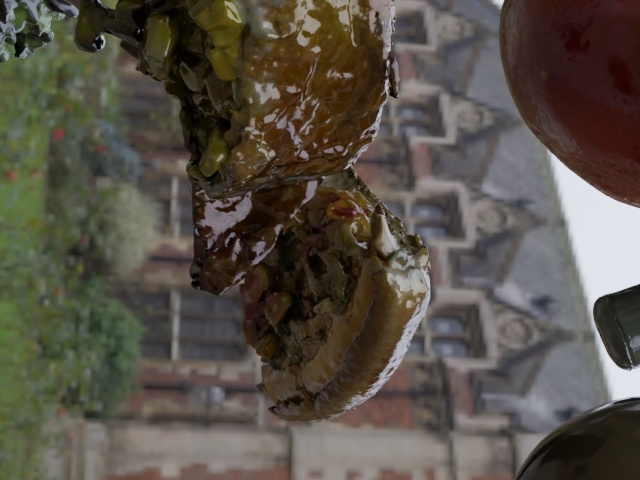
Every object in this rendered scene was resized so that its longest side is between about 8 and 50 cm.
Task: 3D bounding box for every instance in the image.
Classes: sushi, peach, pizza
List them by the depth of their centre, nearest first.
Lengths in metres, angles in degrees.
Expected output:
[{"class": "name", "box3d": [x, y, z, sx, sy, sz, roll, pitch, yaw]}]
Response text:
[{"class": "sushi", "box3d": [-0.053, -0.120, 0.910, 0.296, 0.179, 0.167, 101, -29, -52]}, {"class": "pizza", "box3d": [0.000, 0.000, 1.083, 0.251, 0.074, 0.288, -8, -88, 63]}, {"class": "peach", "box3d": [0.423, -0.215, 1.805, 0.335, 0.406, 0.310, -43, -170, 8]}]

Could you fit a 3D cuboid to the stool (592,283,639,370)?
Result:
[{"class": "stool", "box3d": [0.380, 0.095, 1.678, 0.096, 0.110, 0.096, -21, 90, -88]}]

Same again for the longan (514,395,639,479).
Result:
[{"class": "longan", "box3d": [0.195, 0.200, 0.855, 0.196, 0.196, 0.220, -105, -143, -62]}]

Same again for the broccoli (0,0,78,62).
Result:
[{"class": "broccoli", "box3d": [-0.328, -0.329, 1.287, 0.348, 0.281, 0.293, 52, -3, 20]}]
